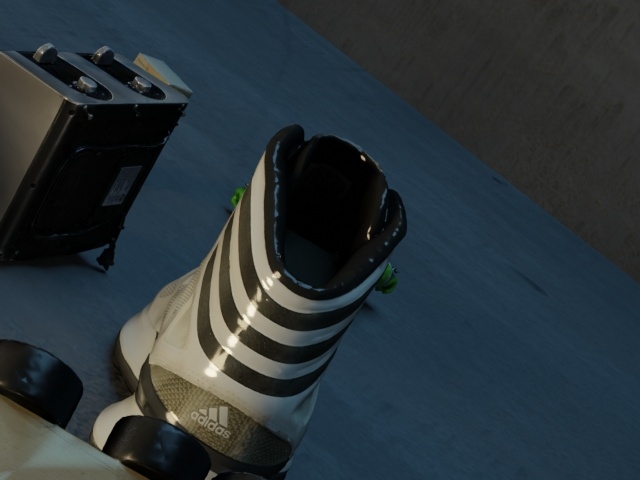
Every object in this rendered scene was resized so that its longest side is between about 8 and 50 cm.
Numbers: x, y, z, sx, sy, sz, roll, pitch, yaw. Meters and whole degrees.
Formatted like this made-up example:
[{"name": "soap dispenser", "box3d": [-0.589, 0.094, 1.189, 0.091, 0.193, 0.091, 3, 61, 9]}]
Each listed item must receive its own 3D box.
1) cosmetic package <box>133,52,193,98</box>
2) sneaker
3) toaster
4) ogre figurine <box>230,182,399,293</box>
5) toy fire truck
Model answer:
[{"name": "cosmetic package", "box3d": [-0.188, -0.126, 1.792, 0.060, 0.115, 0.041, 45, 17, 32]}, {"name": "sneaker", "box3d": [-0.025, 0.043, 1.305, 0.169, 0.257, 0.447, 34, 7, -6]}, {"name": "toaster", "box3d": [-0.220, -0.069, 1.456, 0.110, 0.185, 0.168, 39, 22, 22]}, {"name": "ogre figurine", "box3d": [0.000, 0.000, 1.888, 0.197, 0.097, 0.118, 50, -5, -5]}, {"name": "toy fire truck", "box3d": [-0.145, 0.167, 0.991, 0.217, 0.246, 0.158, 31, 57, -12]}]
